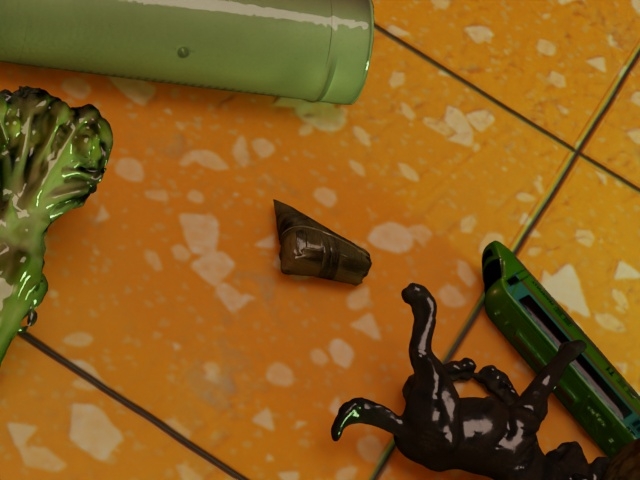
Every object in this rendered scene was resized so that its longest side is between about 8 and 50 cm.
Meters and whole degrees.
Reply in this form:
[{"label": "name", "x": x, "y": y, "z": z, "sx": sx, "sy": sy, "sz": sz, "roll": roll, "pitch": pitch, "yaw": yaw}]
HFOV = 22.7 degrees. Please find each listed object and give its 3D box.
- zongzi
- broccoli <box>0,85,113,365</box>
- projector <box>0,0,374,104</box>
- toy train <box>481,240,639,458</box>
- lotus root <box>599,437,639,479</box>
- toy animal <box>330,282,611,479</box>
[{"label": "zongzi", "x": 0.000, "y": 0.000, "z": 1.314, "sx": 0.076, "sy": 0.040, "sz": 0.083, "roll": 13, "pitch": 32, "yaw": -20}, {"label": "broccoli", "x": -0.249, "y": 0.023, "z": 1.148, "sx": 0.165, "sy": 0.145, "sz": 0.304, "roll": 18, "pitch": 59, "yaw": -20}, {"label": "projector", "x": -0.126, "y": -0.185, "z": 1.358, "sx": 0.337, "sy": 0.108, "sz": 0.108, "roll": 6, "pitch": 52, "yaw": -17}, {"label": "toy train", "x": 0.189, "y": 0.089, "z": 1.305, "sx": 0.042, "sy": 0.044, "sz": 0.209, "roll": -26, "pitch": 66, "yaw": -33}, {"label": "lotus root", "x": 0.353, "y": 0.260, "z": 1.149, "sx": 0.314, "sy": 0.142, "sz": 0.210, "roll": 18, "pitch": 57, "yaw": -13}, {"label": "toy animal", "x": 0.125, "y": 0.133, "z": 1.215, "sx": 0.232, "sy": 0.084, "sz": 0.148, "roll": 19, "pitch": 45, "yaw": -15}]
